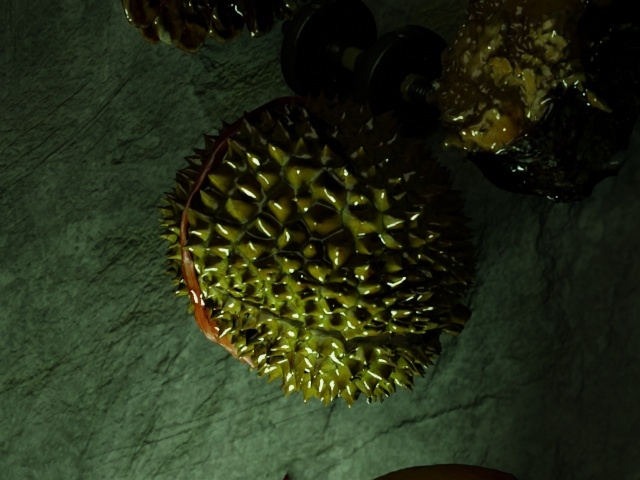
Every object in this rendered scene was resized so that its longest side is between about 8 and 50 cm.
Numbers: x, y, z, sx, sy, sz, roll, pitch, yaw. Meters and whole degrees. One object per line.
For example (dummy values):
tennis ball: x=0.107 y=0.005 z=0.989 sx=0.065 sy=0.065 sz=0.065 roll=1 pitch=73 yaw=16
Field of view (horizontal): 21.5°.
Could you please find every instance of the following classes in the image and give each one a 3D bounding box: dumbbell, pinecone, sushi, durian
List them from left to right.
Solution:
pinecone: x=-0.152 y=-0.366 z=2.233 sx=0.309 sy=0.244 sz=0.244 roll=9 pitch=71 yaw=35
durian: x=-0.002 y=0.005 z=1.908 sx=0.384 sy=0.347 sz=0.347 roll=25 pitch=80 yaw=14
dumbbell: x=0.056 y=-0.215 z=2.074 sx=0.325 sy=0.143 sz=0.143 roll=32 pitch=85 yaw=43
sushi: x=0.273 y=-0.219 z=1.906 sx=0.234 sy=0.207 sz=0.348 roll=-2 pitch=62 yaw=40

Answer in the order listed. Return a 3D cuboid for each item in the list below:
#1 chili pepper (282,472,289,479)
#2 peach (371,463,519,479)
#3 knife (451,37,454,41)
chili pepper: x=-0.042 y=0.341 z=1.918 sx=0.027 sy=0.045 sz=0.178 roll=-15 pitch=53 yaw=16
peach: x=0.128 y=0.397 z=1.612 sx=0.373 sy=0.290 sz=0.372 roll=2 pitch=55 yaw=-2
knife: x=0.151 y=-0.220 z=2.107 sx=0.096 sy=0.010 sz=0.027 roll=-49 pitch=50 yaw=2
